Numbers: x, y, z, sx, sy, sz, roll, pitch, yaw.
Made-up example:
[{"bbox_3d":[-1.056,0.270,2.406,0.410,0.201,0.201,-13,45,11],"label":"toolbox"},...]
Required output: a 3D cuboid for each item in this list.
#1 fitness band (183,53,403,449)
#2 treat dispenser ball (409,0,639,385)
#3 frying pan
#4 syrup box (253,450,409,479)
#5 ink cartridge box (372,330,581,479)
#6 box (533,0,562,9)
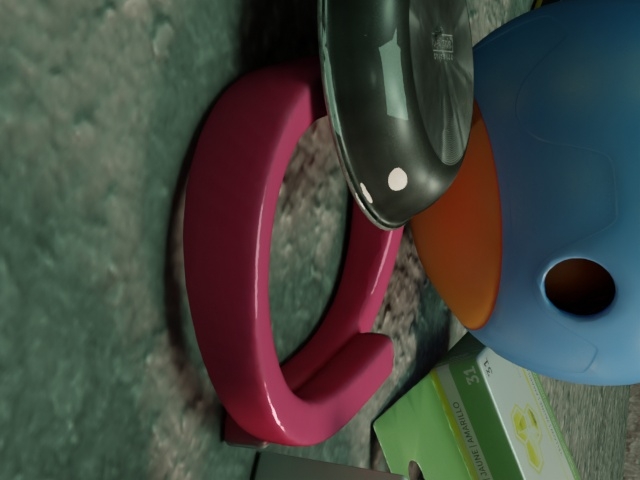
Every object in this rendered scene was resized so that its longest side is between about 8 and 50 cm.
[{"bbox_3d":[0.000,0.000,0.721,0.291,0.054,0.209,-33,127,-67],"label":"fitness band"},{"bbox_3d":[0.208,-0.037,0.941,0.288,0.288,0.288,7,90,-70],"label":"treat dispenser ball"},{"bbox_3d":[0.050,-0.166,0.729,0.197,0.053,0.326,38,54,-63],"label":"frying pan"},{"bbox_3d":[0.029,0.211,0.809,0.237,0.096,0.093,53,47,-62],"label":"syrup box"},{"bbox_3d":[0.138,0.178,1.049,0.235,0.056,0.171,-30,99,-63],"label":"ink cartridge box"},{"bbox_3d":[0.277,-0.150,1.409,0.257,0.079,0.322,79,26,-44],"label":"box"}]
